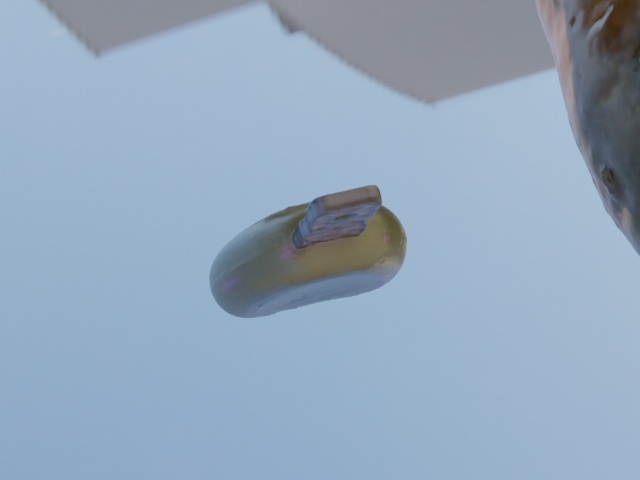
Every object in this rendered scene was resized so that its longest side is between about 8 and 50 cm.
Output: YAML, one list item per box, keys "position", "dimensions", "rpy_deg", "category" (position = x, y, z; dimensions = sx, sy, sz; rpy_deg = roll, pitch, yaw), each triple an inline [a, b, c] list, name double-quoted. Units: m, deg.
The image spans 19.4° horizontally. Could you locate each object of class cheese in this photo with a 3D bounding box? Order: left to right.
- position: [0.000, 0.000, 0.847]
  dimensions: [0.192, 0.097, 0.037]
  rpy_deg: [118, 138, -78]
  category: "cheese"

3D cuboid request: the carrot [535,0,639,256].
- position: [0.244, -0.122, 1.098]
  dimensions: [0.224, 0.224, 0.341]
  rpy_deg: [43, -155, -48]
  category: "carrot"
